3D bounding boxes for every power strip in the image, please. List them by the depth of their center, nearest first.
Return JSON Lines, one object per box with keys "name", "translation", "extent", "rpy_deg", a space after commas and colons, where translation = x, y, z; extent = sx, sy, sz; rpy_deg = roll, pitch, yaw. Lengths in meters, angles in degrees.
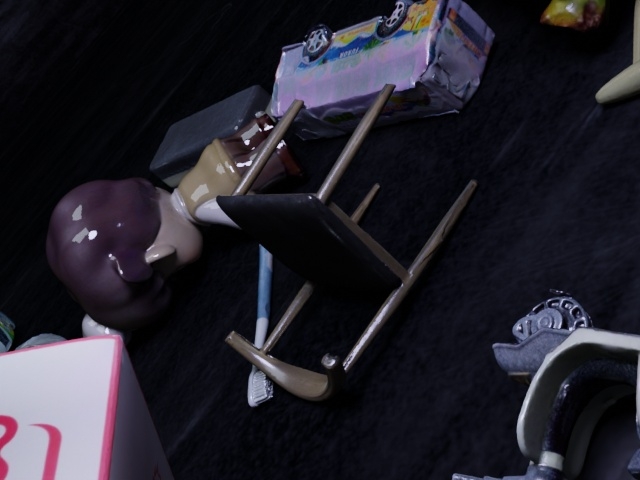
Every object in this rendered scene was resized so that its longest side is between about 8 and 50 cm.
{"name": "power strip", "translation": [-0.169, -0.163, 1.303], "extent": [0.256, 0.070, 0.105], "rpy_deg": [-15, 45, 45]}

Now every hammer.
{"name": "hammer", "translation": [0.306, -0.207, 0.796], "extent": [0.060, 0.028, 0.195], "rpy_deg": [-26, 33, 44]}

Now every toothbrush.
{"name": "toothbrush", "translation": [-0.064, 0.078, 0.936], "extent": [0.025, 0.019, 0.276], "rpy_deg": [-28, 35, 21]}

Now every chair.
{"name": "chair", "translation": [0.000, 0.000, 0.798], "extent": [0.188, 0.166, 0.272], "rpy_deg": [3, 56, 53]}

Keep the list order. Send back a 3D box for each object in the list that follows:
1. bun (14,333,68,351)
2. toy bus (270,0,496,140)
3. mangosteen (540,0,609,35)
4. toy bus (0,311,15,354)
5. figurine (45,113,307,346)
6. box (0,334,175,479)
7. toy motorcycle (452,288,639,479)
{"name": "bun", "translation": [-0.433, 0.197, 1.206], "extent": [0.140, 0.083, 0.141], "rpy_deg": [-33, 30, 22]}
{"name": "toy bus", "translation": [0.062, -0.211, 1.032], "extent": [0.317, 0.112, 0.138], "rpy_deg": [-5, 61, 51]}
{"name": "mangosteen", "translation": [0.218, -0.430, 0.837], "extent": [0.382, 0.382, 0.435], "rpy_deg": [-22, 51, 37]}
{"name": "toy bus", "translation": [-0.657, 0.238, 1.396], "extent": [0.276, 0.133, 0.164], "rpy_deg": [-52, 30, -5]}
{"name": "figurine", "translation": [-0.194, -0.022, 1.114], "extent": [0.364, 0.206, 0.218], "rpy_deg": [-24, 54, -7]}
{"name": "box", "translation": [-0.250, 0.291, 0.552], "extent": [0.299, 0.314, 0.312], "rpy_deg": [-10, 35, -1]}
{"name": "toy motorcycle", "translation": [0.202, 0.112, 0.490], "extent": [0.263, 0.091, 0.157], "rpy_deg": [5, 63, 51]}
